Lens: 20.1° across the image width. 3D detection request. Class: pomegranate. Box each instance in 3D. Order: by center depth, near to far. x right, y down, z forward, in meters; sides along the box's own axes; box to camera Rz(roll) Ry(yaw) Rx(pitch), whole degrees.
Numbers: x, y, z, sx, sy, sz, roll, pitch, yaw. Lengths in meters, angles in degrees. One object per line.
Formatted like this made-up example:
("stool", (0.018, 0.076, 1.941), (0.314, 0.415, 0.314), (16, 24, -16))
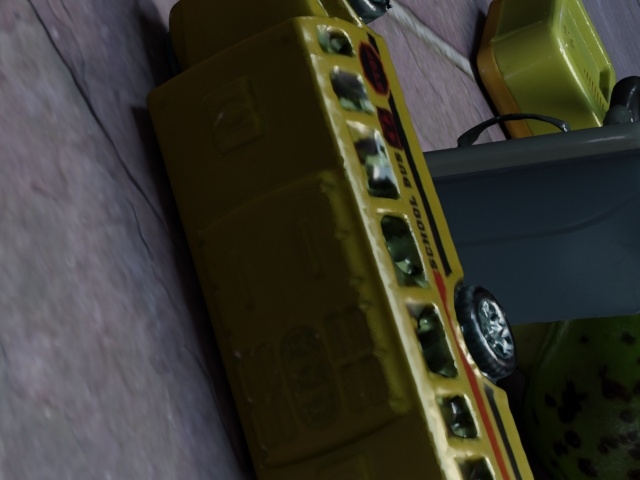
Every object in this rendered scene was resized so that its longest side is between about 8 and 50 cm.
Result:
("pomegranate", (0.213, 0.090, 1.312), (0.263, 0.211, 0.211), (21, 22, 4))

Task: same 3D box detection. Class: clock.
("clock", (0.222, -0.165, 1.763), (0.143, 0.096, 0.202), (63, 19, -19))

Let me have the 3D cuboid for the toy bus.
("toy bus", (0.000, 0.000, 0.902), (0.123, 0.121, 0.335), (10, 59, -60))

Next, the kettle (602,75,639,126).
("kettle", (0.284, -0.026, 1.614), (0.255, 0.165, 0.240), (7, 85, -69))

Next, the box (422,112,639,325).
("box", (0.125, -0.014, 1.121), (0.162, 0.227, 0.130), (-8, 92, -72))
